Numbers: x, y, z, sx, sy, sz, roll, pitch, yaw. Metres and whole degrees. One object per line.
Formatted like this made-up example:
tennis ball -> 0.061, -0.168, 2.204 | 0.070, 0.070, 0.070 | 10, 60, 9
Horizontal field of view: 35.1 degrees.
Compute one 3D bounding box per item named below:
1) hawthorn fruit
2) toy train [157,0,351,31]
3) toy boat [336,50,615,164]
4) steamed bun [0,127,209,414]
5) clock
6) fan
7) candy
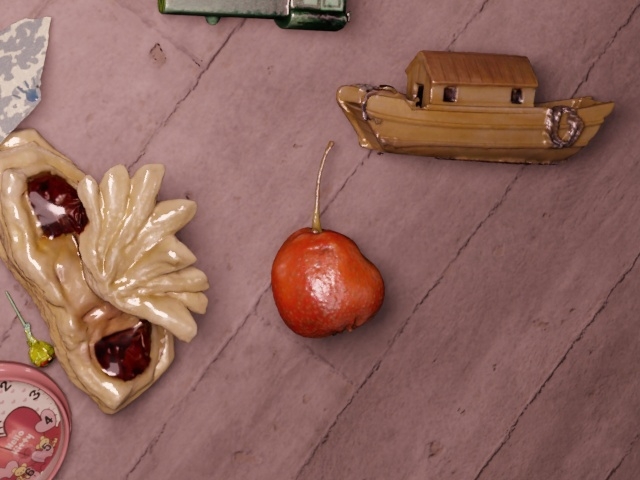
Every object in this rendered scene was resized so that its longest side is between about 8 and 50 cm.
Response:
hawthorn fruit -> 0.000, 0.000, 1.485 | 0.165, 0.165, 0.285 | -10, 93, -16
toy train -> -0.092, -0.381, 1.386 | 0.330, 0.138, 0.178 | -1, 105, -17
toy boat -> 0.239, -0.204, 1.533 | 0.445, 0.136, 0.162 | 1, 104, -23
steamed bun -> -0.286, 0.026, 1.376 | 0.247, 0.189, 0.428 | -28, 106, -19
clock -> -0.463, 0.280, 1.407 | 0.244, 0.056, 0.244 | -15, 118, -29
fan -> -0.425, -0.202, 1.331 | 0.131, 0.009, 0.240 | 18, 71, 9
candy -> -0.414, 0.124, 1.432 | 0.035, 0.035, 0.123 | -27, 97, 1
